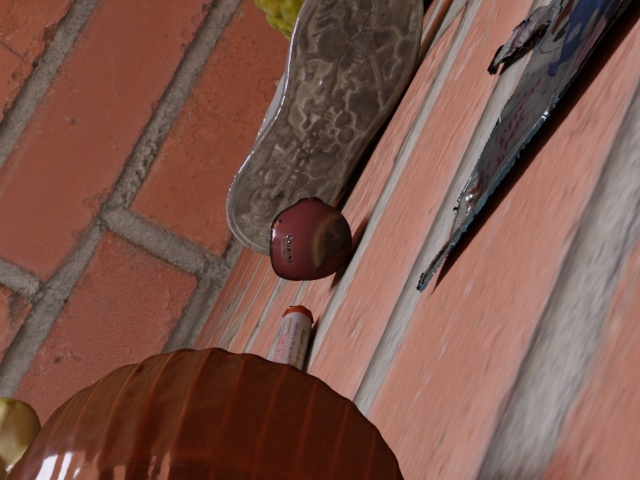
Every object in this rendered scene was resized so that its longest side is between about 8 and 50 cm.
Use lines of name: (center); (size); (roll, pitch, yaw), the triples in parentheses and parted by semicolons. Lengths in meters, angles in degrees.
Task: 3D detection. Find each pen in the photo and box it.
pen: (-0.027, 0.097, 0.989); (0.026, 0.026, 0.218); (-61, 5, 20)

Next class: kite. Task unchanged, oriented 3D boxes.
kite: (0.128, -0.123, 0.681); (0.335, 0.011, 0.314); (-62, 4, -4)

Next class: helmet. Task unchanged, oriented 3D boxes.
helmet: (0.002, 0.000, 1.093); (0.084, 0.049, 0.065); (-28, -61, -52)

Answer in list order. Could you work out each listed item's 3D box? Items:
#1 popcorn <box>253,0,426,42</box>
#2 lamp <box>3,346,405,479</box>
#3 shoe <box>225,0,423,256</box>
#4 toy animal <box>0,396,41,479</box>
popcorn: (0.038, -0.338, 1.603); (0.258, 0.224, 0.270); (-38, -14, -4)
lamp: (-0.032, 0.099, 0.416); (0.136, 0.136, 0.136); (-62, 5, 9)
shoe: (0.008, -0.135, 1.398); (0.316, 0.124, 0.159); (-62, -2, 5)
toy animal: (-0.238, 0.232, 1.344); (0.168, 0.233, 0.121); (-40, 26, 55)
